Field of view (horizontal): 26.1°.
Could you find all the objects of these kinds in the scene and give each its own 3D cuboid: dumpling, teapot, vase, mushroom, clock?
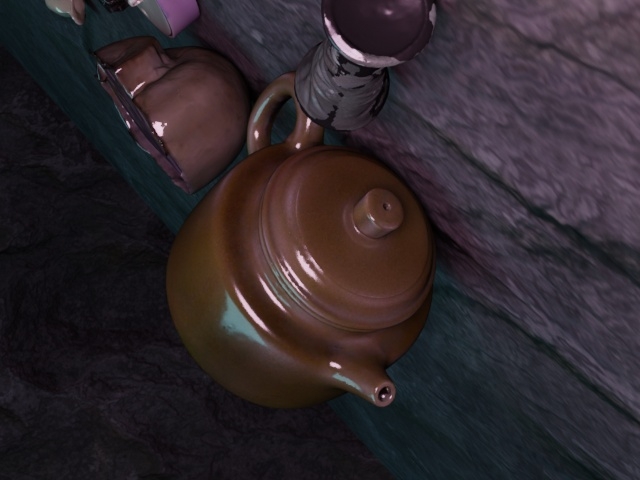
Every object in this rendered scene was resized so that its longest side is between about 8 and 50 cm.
[{"bbox_3d":[-0.318,-0.302,1.743,0.077,0.043,0.059,28,179,27],"label":"dumpling"},{"bbox_3d":[0.000,0.000,0.996,0.175,0.185,0.268,-38,60,50],"label":"teapot"},{"bbox_3d":[0.021,-0.102,0.747,0.059,0.059,0.167,50,172,1],"label":"vase"},{"bbox_3d":[-0.124,-0.121,1.233,0.188,0.117,0.141,30,143,60],"label":"mushroom"},{"bbox_3d":[-0.188,-0.257,1.168,0.198,0.064,0.172,48,173,10],"label":"clock"}]
